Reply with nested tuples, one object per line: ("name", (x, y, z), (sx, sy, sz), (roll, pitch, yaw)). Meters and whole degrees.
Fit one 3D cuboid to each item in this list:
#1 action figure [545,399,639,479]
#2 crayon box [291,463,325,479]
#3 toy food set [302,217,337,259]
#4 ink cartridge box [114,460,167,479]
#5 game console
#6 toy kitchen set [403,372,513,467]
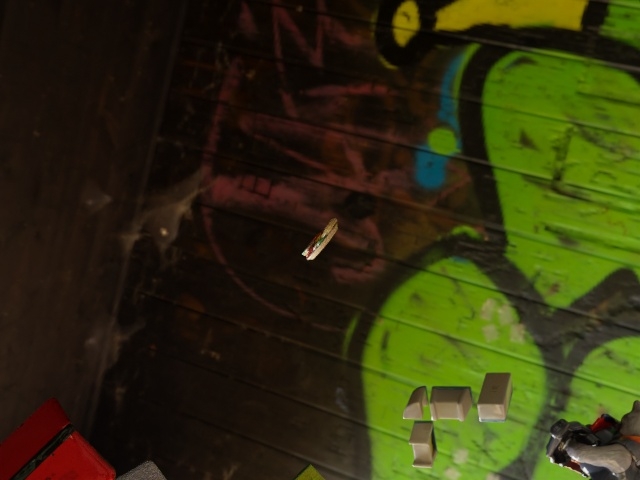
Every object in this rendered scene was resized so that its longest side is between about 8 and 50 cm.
("action figure", (0.505, 0.435, 1.434), (0.341, 0.178, 0.330), (19, -87, -40))
("crayon box", (-0.010, 0.369, 0.987), (0.081, 0.165, 0.278), (-43, -10, 4))
("toy food set", (0.000, 0.000, 1.459), (0.083, 0.020, 0.083), (-52, 4, -18))
("ink cartridge box", (-0.230, 0.586, 1.297), (0.166, 0.285, 0.395), (-26, -50, -26))
("game console", (-0.335, 0.283, 1.021), (0.144, 0.124, 0.085), (-44, 5, -11))
("toy kitchen set", (0.290, 0.371, 1.747), (0.122, 0.207, 0.166), (-49, -48, -60))
